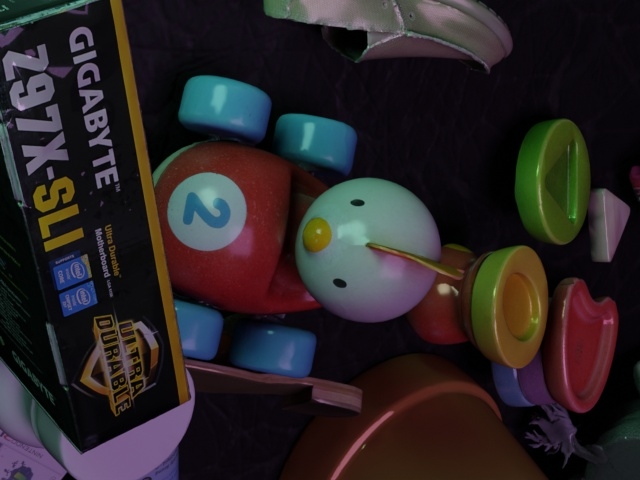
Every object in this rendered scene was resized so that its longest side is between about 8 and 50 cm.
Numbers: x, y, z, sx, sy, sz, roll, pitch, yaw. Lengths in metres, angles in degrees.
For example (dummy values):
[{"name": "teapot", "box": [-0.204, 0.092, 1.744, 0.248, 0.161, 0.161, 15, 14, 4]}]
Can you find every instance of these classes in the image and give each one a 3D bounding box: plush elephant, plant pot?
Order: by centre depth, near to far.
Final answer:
[{"name": "plant pot", "box": [0.122, 0.292, 1.323, 0.290, 0.203, 0.291, -21, 125, -32]}, {"name": "plush elephant", "box": [0.423, 0.291, 1.571, 0.272, 0.330, 0.255, -57, 161, 20]}]

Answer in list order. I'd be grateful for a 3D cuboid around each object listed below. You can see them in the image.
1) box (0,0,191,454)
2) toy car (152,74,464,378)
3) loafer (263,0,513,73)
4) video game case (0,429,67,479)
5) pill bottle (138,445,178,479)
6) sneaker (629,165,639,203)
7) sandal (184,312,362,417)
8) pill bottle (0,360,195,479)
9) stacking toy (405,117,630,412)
[{"name": "box", "box": [-0.202, -0.063, 0.740, 0.079, 0.322, 0.257, -24, 128, -28]}, {"name": "toy car", "box": [0.000, 0.000, 0.977, 0.210, 0.238, 0.219, 18, 82, -45]}, {"name": "loafer", "box": [0.050, -0.191, 1.055, 0.268, 0.102, 0.092, 19, 103, -36]}, {"name": "video game case", "box": [-0.298, 0.212, 1.039, 0.157, 0.019, 0.143, -51, 136, -5]}, {"name": "pill bottle", "box": [-0.167, 0.206, 1.101, 0.087, 0.087, 0.160, -18, 125, -33]}, {"name": "sneaker", "box": [0.476, -0.139, 1.449, 0.112, 0.121, 0.299, 41, 75, -16]}, {"name": "sandal", "box": [-0.063, 0.102, 1.151, 0.240, 0.088, 0.079, 17, 67, -32]}, {"name": "pill bottle", "box": [-0.193, 0.073, 0.895, 0.131, 0.229, 0.131, -21, 126, -32]}, {"name": "stacking toy", "box": [0.213, 0.030, 1.356, 0.309, 0.130, 0.280, 40, 60, -49]}]
